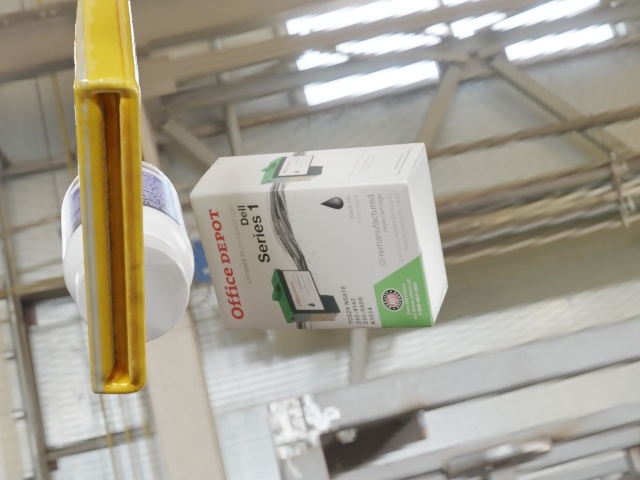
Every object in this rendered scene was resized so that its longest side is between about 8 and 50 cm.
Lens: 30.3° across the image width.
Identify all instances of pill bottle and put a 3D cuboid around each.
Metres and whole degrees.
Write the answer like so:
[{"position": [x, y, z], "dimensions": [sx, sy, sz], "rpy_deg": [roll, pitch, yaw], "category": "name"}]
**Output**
[{"position": [-0.231, 0.010, 1.411], "dimensions": [0.153, 0.265, 0.153], "rpy_deg": [-5, -67, -11], "category": "pill bottle"}]

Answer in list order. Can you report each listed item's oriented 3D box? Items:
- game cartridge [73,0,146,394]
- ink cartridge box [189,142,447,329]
[{"position": [-0.181, -0.075, 1.030], "dimensions": [0.052, 0.324, 0.285], "rpy_deg": [-1, -58, -8], "category": "game cartridge"}, {"position": [0.000, 0.000, 1.146], "dimensions": [0.219, 0.160, 0.092], "rpy_deg": [-3, 27, 19], "category": "ink cartridge box"}]
